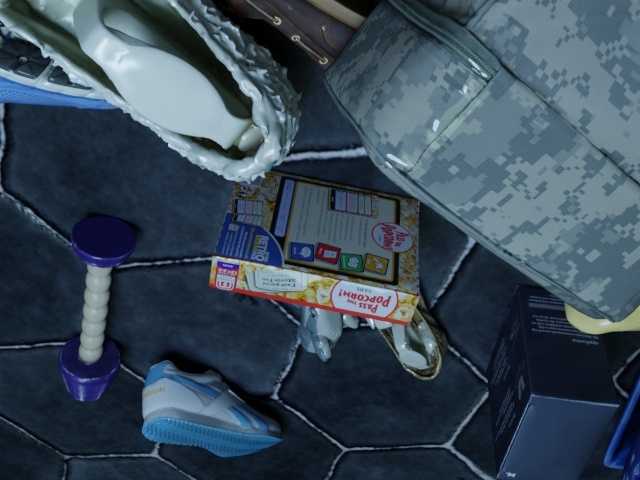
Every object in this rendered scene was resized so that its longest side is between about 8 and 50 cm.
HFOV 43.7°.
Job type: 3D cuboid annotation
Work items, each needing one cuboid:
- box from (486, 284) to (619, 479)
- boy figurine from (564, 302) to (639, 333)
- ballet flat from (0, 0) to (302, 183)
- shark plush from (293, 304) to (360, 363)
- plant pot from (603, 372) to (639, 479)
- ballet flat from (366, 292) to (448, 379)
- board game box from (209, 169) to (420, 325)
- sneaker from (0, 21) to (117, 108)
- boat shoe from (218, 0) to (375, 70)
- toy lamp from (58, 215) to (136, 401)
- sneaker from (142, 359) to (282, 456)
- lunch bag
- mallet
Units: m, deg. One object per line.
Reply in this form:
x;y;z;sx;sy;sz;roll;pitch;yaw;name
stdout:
0.251;0.163;0.890;0.093;0.158;0.156;7;132;1;box
0.393;0.036;0.806;0.285;0.092;0.177;-22;125;25;boy figurine
-0.172;-0.185;0.590;0.409;0.147;0.147;36;126;-19;ballet flat
-0.019;0.077;0.922;0.067;0.073;0.161;11;145;39;shark plush
0.466;0.275;0.926;0.235;0.212;0.236;3;132;3;plant pot
0.088;0.086;0.904;0.073;0.067;0.206;-25;124;27;ballet flat
0.000;0.000;0.787;0.193;0.147;0.045;12;131;-2;board game box
-0.320;-0.174;0.708;0.329;0.130;0.147;11;155;-11;sneaker
-0.048;-0.209;0.657;0.207;0.073;0.073;31;125;-19;boat shoe
-0.268;0.093;0.952;0.080;0.080;0.275;16;130;-7;toy lamp
-0.133;0.224;1.046;0.087;0.092;0.228;-30;141;26;sneaker
0.195;-0.120;0.616;0.305;0.213;0.256;33;108;-24;lunch bag
-0.100;-0.218;0.685;0.189;0.039;0.062;29;132;-22;mallet
